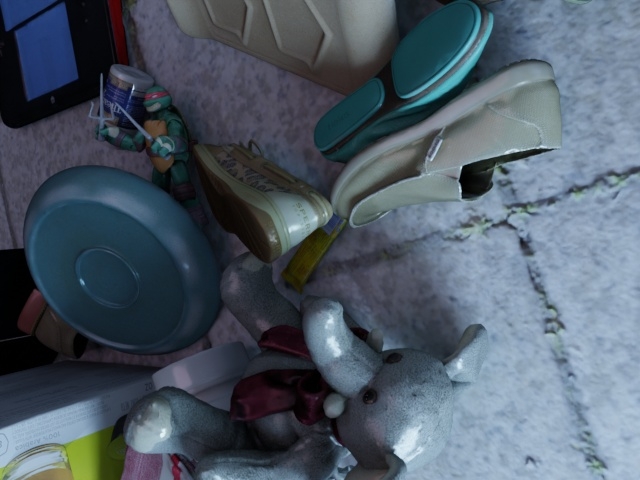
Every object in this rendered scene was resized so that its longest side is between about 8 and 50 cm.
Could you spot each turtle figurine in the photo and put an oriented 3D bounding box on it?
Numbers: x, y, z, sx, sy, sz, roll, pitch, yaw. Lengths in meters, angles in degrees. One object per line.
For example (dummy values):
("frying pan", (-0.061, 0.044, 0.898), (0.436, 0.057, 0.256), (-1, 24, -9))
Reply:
("turtle figurine", (-0.231, -0.128, 0.860), (0.175, 0.118, 0.234), (9, 115, 51))

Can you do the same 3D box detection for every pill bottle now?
("pill bottle", (-0.105, 0.289, 0.767), (0.169, 0.169, 0.301), (-30, 76, 35))
("pill bottle", (-0.306, -0.204, 0.939), (0.067, 0.067, 0.120), (37, 115, 29))

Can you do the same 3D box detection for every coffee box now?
("coffee box", (-0.415, 0.383, 0.902), (0.339, 0.338, 0.333), (-5, 91, 36))

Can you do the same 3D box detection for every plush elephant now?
("plush elephant", (0.015, 0.157, 0.614), (0.330, 0.272, 0.255), (44, 137, -7))

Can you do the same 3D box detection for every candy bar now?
("candy bar", (0.000, 0.000, 0.756), (0.040, 0.018, 0.161), (45, 118, 21))

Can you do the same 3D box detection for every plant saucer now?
("plant saucer", (-0.297, 0.047, 0.874), (0.318, 0.043, 0.317), (7, 119, 13))

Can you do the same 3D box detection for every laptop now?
("laptop", (-0.590, 0.154, 1.079), (0.136, 0.234, 0.264), (51, 121, 23))

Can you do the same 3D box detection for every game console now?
("game console", (-0.482, -0.398, 1.061), (0.387, 0.060, 0.341), (-6, 90, 38))

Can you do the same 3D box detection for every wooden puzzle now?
("wooden puzzle", (-0.067, -0.329, 0.654), (0.348, 0.322, 0.080), (26, 65, 30))

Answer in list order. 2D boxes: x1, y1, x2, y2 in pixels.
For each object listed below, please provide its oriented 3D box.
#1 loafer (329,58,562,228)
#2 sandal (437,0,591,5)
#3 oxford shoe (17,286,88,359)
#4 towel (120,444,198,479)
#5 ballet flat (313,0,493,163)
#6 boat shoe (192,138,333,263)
("loafer", (0.118, -0.073, 0.608), (0.269, 0.102, 0.091), (-33, 72, 37))
("sandal", (0.132, -0.275, 0.588), (0.303, 0.120, 0.086), (36, 132, 36))
("oxford shoe", (-0.365, 0.054, 1.000), (0.130, 0.123, 0.348), (38, 117, -1))
("towel", (-0.133, 0.376, 0.666), (0.329, 0.037, 0.236), (33, 117, 33))
("ballet flat", (0.095, -0.152, 0.626), (0.247, 0.087, 0.083), (-32, 54, 45))
("boat shoe", (-0.085, -0.060, 0.754), (0.285, 0.089, 0.104), (42, 152, 51))
